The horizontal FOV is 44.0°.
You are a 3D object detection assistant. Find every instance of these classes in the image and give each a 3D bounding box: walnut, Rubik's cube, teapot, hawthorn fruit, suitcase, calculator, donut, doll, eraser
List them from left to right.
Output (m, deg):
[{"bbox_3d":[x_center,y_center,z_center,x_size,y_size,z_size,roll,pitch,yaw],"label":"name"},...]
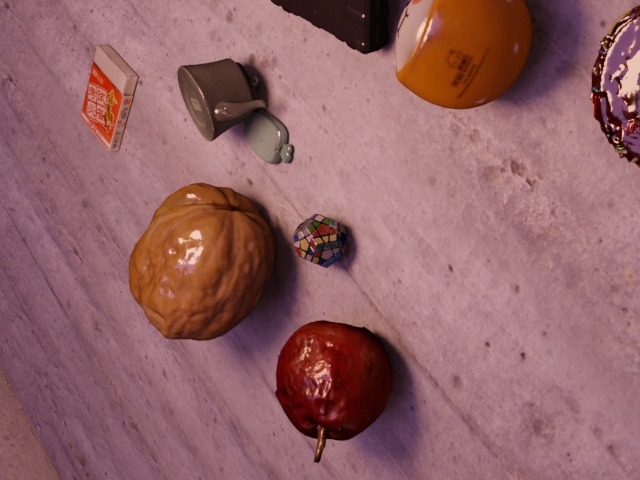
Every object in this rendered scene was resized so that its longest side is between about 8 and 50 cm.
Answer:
[{"bbox_3d":[-0.550,-0.369,2.049,0.157,0.038,0.230,46,129,28],"label":"eraser"},{"bbox_3d":[-0.253,0.058,1.676,0.306,0.306,0.344,43,125,30],"label":"walnut"},{"bbox_3d":[-0.199,-0.312,1.640,0.239,0.149,0.162,44,154,48],"label":"teapot"},{"bbox_3d":[-0.111,-0.214,1.654,0.153,0.021,0.095,44,128,34],"label":"calculator"},{"bbox_3d":[0.000,0.000,1.543,0.111,0.111,0.093,22,90,40],"label":"Rubik's cube"},{"bbox_3d":[0.008,-0.469,1.395,0.285,0.066,0.206,38,148,32],"label":"suitcase"},{"bbox_3d":[0.025,0.291,1.490,0.230,0.210,0.266,-19,49,32],"label":"hawthorn fruit"},{"bbox_3d":[0.216,-0.321,1.202,0.213,0.213,0.236,-46,23,41],"label":"doll"},{"bbox_3d":[0.467,-0.202,1.023,0.235,0.089,0.235,13,109,42],"label":"donut"}]
